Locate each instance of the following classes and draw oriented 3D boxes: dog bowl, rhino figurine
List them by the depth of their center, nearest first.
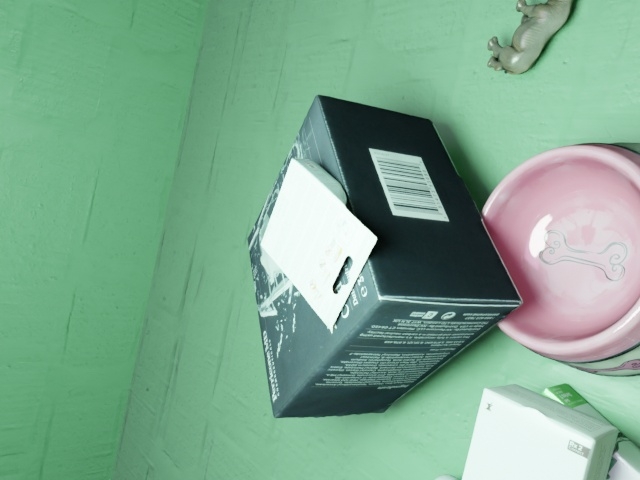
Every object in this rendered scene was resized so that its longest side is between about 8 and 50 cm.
[{"bbox_3d":[0.433,0.020,0.839,0.408,0.150,0.408,-20,66,55],"label":"dog bowl"},{"bbox_3d":[0.447,-0.450,1.022,0.243,0.073,0.106,-55,45,22],"label":"rhino figurine"}]

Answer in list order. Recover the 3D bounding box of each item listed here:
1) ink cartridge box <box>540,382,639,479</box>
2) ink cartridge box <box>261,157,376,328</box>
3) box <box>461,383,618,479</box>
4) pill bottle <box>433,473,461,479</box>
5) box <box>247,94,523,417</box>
[{"bbox_3d":[0.447,0.385,0.856,0.219,0.092,0.160,46,116,41],"label":"ink cartridge box"},{"bbox_3d":[0.000,0.000,0.835,0.232,0.066,0.189,43,124,32],"label":"ink cartridge box"},{"bbox_3d":[0.350,0.355,0.808,0.181,0.119,0.182,17,95,48],"label":"box"},{"bbox_3d":[0.317,0.562,0.922,0.264,0.146,0.146,14,93,47],"label":"pill bottle"},{"bbox_3d":[0.072,0.050,1.045,0.472,0.297,0.480,121,145,-44],"label":"box"}]
